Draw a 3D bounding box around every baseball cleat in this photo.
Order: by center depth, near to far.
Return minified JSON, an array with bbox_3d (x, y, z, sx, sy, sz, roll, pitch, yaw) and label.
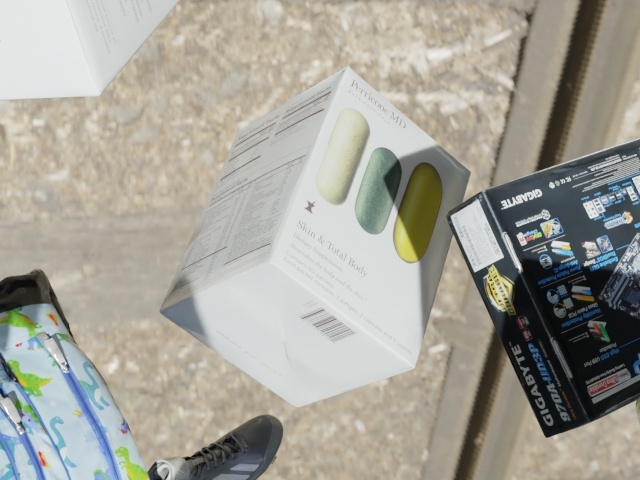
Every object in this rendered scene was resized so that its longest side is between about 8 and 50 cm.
[{"bbox_3d":[-0.136,0.279,1.637,0.206,0.072,0.109,-44,140,-8],"label":"baseball cleat"}]

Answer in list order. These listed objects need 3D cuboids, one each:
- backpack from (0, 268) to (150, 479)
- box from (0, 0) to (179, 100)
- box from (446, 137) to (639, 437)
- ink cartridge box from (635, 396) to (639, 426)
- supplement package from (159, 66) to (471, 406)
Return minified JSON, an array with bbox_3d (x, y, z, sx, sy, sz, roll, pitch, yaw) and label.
[{"bbox_3d":[-0.348,0.260,1.569,0.290,0.355,0.273,-49,167,29],"label":"backpack"},{"bbox_3d":[-0.231,-0.274,1.143,0.215,0.345,0.168,0,125,21],"label":"box"},{"bbox_3d":[0.218,0.023,0.973,0.220,0.175,0.051,-19,171,-34],"label":"box"},{"bbox_3d":[0.263,0.144,0.575,0.235,0.171,0.056,8,141,-13],"label":"ink cartridge box"},{"bbox_3d":[0.000,0.000,1.418,0.199,0.262,0.198,38,142,-24],"label":"supplement package"}]
